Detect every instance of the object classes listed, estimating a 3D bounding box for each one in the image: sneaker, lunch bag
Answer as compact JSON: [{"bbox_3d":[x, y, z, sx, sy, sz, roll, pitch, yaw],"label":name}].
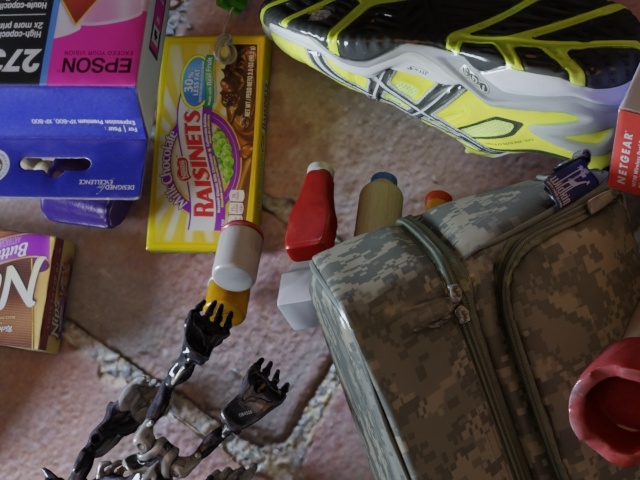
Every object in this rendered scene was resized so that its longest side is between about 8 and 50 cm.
[{"bbox_3d":[0.103,-0.144,1.520,0.384,0.147,0.145,21,51,35],"label":"sneaker"},{"bbox_3d":[0.155,0.106,1.403,0.256,0.212,0.305,-22,102,-7],"label":"lunch bag"}]

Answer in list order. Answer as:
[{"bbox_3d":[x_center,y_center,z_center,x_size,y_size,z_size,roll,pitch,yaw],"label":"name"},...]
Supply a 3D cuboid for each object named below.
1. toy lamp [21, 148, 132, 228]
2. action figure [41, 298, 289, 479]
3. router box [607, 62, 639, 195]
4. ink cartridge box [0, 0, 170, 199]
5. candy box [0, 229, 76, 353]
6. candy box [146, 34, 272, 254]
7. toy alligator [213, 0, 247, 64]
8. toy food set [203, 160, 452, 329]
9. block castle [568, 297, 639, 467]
[{"bbox_3d":[-0.304,-0.081,1.647,0.274,0.080,0.080,20,87,16],"label":"toy lamp"},{"bbox_3d":[-0.131,0.191,1.535,0.164,0.141,0.276,42,119,8],"label":"action figure"},{"bbox_3d":[0.417,-0.132,1.373,0.301,0.082,0.335,16,46,16],"label":"router box"},{"bbox_3d":[-0.231,-0.217,1.617,0.176,0.069,0.371,1,70,12],"label":"ink cartridge box"},{"bbox_3d":[-0.332,0.041,1.648,0.186,0.053,0.109,7,84,17],"label":"candy box"},{"bbox_3d":[-0.103,-0.089,1.625,0.105,0.027,0.206,1,81,17],"label":"candy box"},{"bbox_3d":[-0.078,-0.252,1.631,0.051,0.056,0.190,2,74,55],"label":"toy alligator"},{"bbox_3d":[0.000,0.000,1.551,0.232,0.111,0.104,-11,47,23],"label":"toy food set"},{"bbox_3d":[0.375,0.006,1.129,0.303,0.213,0.453,26,126,10],"label":"block castle"}]
